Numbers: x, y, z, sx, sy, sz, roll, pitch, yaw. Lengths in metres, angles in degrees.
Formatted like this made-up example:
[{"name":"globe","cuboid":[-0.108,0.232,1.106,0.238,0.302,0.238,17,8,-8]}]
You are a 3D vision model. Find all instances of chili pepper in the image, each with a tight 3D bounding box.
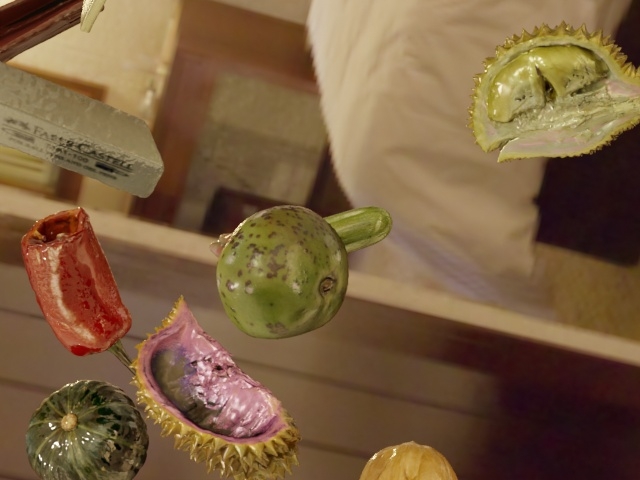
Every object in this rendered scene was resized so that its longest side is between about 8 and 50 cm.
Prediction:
[{"name":"chili pepper","cuboid":[-0.383,0.121,2.217,0.134,0.131,0.338,-116,5,-64]}]

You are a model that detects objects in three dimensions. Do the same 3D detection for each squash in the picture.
[{"name":"squash","cuboid":[0.000,0.000,2.139,0.069,0.238,0.069,-17,-90,-87]},{"name":"squash","cuboid":[-0.404,0.347,2.336,0.218,0.218,0.172,-89,-20,-44]}]

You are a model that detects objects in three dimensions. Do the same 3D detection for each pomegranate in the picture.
[{"name":"pomegranate","cuboid":[-0.078,0.041,2.036,0.247,0.214,0.214,21,99,44]}]

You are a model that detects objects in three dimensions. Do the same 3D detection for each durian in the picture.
[{"name":"durian","cuboid":[-0.149,0.242,1.825,0.260,0.153,0.187,35,152,34]},{"name":"durian","cuboid":[0.252,-0.153,1.330,0.102,0.208,0.146,-75,-12,-53]}]

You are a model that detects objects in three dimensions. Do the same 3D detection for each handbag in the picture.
[{"name":"handbag","cuboid":[-0.497,-0.362,2.264,0.084,0.275,0.260,62,176,-7]}]

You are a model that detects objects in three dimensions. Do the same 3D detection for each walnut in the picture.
[{"name":"walnut","cuboid":[0.123,0.388,1.909,0.159,0.159,0.207,140,137,-70]}]

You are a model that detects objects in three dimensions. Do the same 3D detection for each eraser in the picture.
[{"name":"eraser","cuboid":[-0.407,-0.176,2.062,0.111,0.352,0.077,132,156,-56]}]

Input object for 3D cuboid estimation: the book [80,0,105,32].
[{"name":"book","cuboid":[-0.244,-0.353,1.564,0.138,0.016,0.199,-51,30,42]}]
